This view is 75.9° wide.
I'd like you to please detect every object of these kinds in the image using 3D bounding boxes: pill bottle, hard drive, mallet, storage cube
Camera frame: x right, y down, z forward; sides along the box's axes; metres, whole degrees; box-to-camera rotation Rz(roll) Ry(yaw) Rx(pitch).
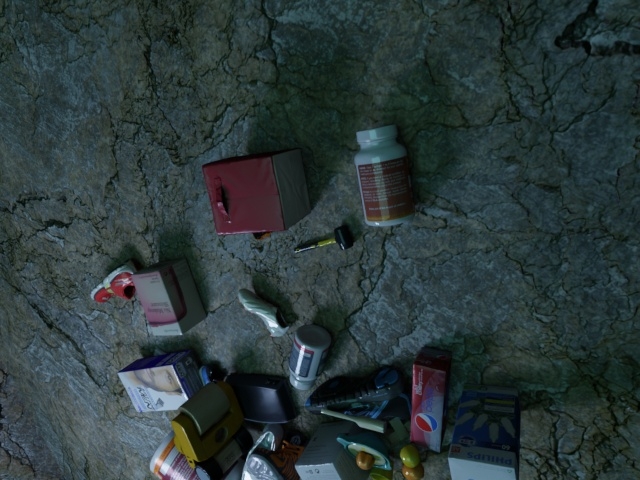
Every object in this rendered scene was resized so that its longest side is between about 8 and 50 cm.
[{"bbox_3d":[-0.422,0.885,1.552,0.392,0.224,0.224,30,119,15],"label":"pill bottle"},{"bbox_3d":[-0.216,0.551,1.424,0.255,0.054,0.172,-7,105,29],"label":"hard drive"},{"bbox_3d":[-0.038,0.352,1.228,0.108,0.108,0.180,23,117,18],"label":"pill bottle"},{"bbox_3d":[0.000,0.000,1.125,0.190,0.039,0.062,-7,105,33],"label":"mallet"},{"bbox_3d":[0.145,-0.149,0.942,0.121,0.121,0.216,-3,107,28],"label":"pill bottle"},{"bbox_3d":[-0.154,-0.130,1.055,0.193,0.215,0.183,-3,106,21],"label":"storage cube"}]

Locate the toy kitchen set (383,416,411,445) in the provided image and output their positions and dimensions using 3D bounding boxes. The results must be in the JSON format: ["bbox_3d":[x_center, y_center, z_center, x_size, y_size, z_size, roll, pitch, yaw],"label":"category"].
[{"bbox_3d":[0.216,0.540,1.213,0.083,0.075,0.068,-31,98,-8],"label":"toy kitchen set"}]

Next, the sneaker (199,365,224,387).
[{"bbox_3d":[-0.382,0.527,1.498,0.085,0.058,0.152,-20,92,40],"label":"sneaker"}]

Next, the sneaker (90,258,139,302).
[{"bbox_3d":[-0.763,0.183,1.545,0.279,0.107,0.118,-34,100,35],"label":"sneaker"}]

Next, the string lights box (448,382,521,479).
[{"bbox_3d":[0.389,0.448,0.955,0.133,0.260,0.076,-5,106,28],"label":"string lights box"}]

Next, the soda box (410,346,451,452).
[{"bbox_3d":[0.293,0.422,1.093,0.083,0.092,0.263,7,111,26],"label":"soda box"}]

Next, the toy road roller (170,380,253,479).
[{"bbox_3d":[-0.408,0.652,1.422,0.241,0.202,0.329,1,113,38],"label":"toy road roller"}]

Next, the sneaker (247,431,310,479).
[{"bbox_3d":[-0.127,0.701,1.345,0.125,0.180,0.321,12,140,24],"label":"sneaker"}]

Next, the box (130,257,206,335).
[{"bbox_3d":[-0.516,0.193,1.404,0.149,0.127,0.232,-9,104,29],"label":"box"}]

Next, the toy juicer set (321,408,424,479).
[{"bbox_3d":[0.158,0.586,1.130,0.209,0.089,0.329,-18,119,41],"label":"toy juicer set"}]

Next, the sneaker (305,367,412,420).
[{"bbox_3d":[0.102,0.479,1.195,0.341,0.125,0.139,-22,102,34],"label":"sneaker"}]

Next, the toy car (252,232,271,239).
[{"bbox_3d":[-0.192,-0.040,1.217,0.122,0.060,0.040,36,166,30],"label":"toy car"}]

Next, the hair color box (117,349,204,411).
[{"bbox_3d":[-0.601,0.541,1.565,0.339,0.110,0.185,-18,99,29],"label":"hair color box"}]

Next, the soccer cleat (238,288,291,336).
[{"bbox_3d":[-0.172,0.214,1.276,0.196,0.068,0.076,47,117,-4],"label":"soccer cleat"}]

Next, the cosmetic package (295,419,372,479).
[{"bbox_3d":[0.051,0.676,1.257,0.151,0.184,0.151,-24,98,31],"label":"cosmetic package"}]

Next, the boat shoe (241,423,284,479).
[{"bbox_3d":[-0.216,0.766,1.414,0.098,0.096,0.277,19,88,13],"label":"boat shoe"}]

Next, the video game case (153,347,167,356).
[{"bbox_3d":[-0.603,0.520,1.633,0.157,0.019,0.143,28,119,15],"label":"video game case"}]
